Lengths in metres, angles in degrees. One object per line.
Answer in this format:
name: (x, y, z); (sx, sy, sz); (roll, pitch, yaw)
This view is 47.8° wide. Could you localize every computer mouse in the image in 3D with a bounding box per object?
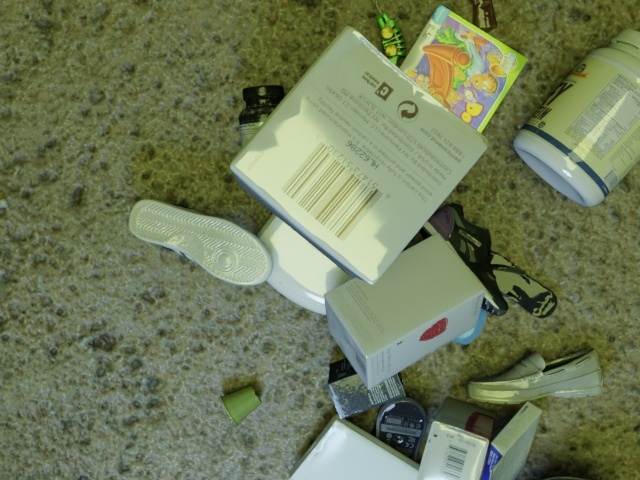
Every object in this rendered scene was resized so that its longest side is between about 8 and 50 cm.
computer mouse: (0.173, 0.478, 1.738); (0.189, 0.072, 0.272); (14, 109, -1)

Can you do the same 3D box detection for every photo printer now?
photo printer: (0.000, 0.000, 1.671); (0.256, 0.107, 0.307); (38, 96, -2)

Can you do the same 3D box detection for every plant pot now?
plant pot: (-0.187, 0.391, 1.743); (0.079, 0.083, 0.083); (-30, 94, -8)

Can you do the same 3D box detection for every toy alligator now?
toy alligator: (0.160, -0.475, 1.637); (0.052, 0.056, 0.189); (-13, 95, 4)

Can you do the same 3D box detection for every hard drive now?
hard drive: (0.108, 0.567, 1.712); (0.308, 0.040, 0.203); (33, 107, -7)

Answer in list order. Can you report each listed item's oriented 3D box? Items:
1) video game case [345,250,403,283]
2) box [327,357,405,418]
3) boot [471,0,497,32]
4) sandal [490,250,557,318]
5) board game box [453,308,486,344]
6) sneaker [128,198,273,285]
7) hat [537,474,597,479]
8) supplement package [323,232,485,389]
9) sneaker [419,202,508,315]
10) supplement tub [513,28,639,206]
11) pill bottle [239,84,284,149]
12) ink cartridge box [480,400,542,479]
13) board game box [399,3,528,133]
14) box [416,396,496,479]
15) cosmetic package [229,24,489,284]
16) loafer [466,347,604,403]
video game case: (0.138, 0.111, 1.666); (0.183, 0.023, 0.201); (33, 99, -40)
box: (0.105, 0.323, 1.676); (0.158, 0.156, 0.093); (-20, 96, 5)
boot: (0.344, -0.524, 1.636); (0.107, 0.037, 0.114); (-6, 100, 6)
sandal: (0.438, 0.096, 1.685); (0.255, 0.054, 0.097); (25, 97, 0)
board game box: (0.306, 0.167, 1.711); (0.169, 0.033, 0.133); (14, 92, 0)
sneaker: (-0.257, -0.003, 1.657); (0.350, 0.148, 0.131); (26, 93, 10)
hat: (0.571, 0.640, 1.697); (0.332, 0.134, 0.331); (0, 115, -1)
supplement package: (0.179, 0.152, 1.556); (0.293, 0.177, 0.175); (-28, 59, -12)
sneaker: (0.350, 0.033, 1.625); (0.124, 0.107, 0.283); (-35, 71, -4)
supplement tub: (0.603, -0.260, 1.548); (0.235, 0.235, 0.324); (41, 96, -2)
pill bottle: (-0.121, -0.237, 1.644); (0.123, 0.123, 0.219); (-4, 95, 3)
ink cartridge box: (0.405, 0.503, 1.619); (0.045, 0.224, 0.223); (29, 133, 31)
board game box: (0.270, -0.317, 1.638); (0.233, 0.078, 0.347); (31, 97, -1)
box: (0.312, 0.465, 1.631); (0.127, 0.232, 0.148); (16, 96, 17)
cosmetic package: (0.054, -0.145, 1.403); (0.329, 0.394, 0.327); (39, 87, -4)
loafer: (0.496, 0.313, 1.684); (0.320, 0.112, 0.111); (-6, 91, -4)
